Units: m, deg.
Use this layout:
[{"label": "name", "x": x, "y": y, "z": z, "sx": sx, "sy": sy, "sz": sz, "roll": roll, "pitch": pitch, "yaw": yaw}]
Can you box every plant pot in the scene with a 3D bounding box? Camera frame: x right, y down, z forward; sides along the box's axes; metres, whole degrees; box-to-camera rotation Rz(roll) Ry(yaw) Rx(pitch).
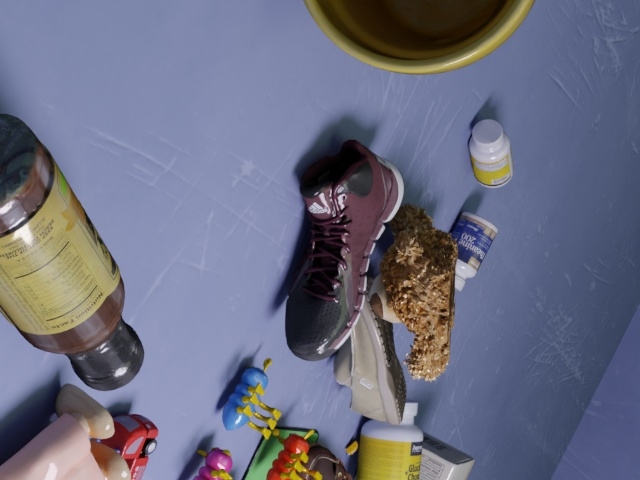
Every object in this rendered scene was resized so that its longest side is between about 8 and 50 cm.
[{"label": "plant pot", "x": 0.119, "y": -0.300, "z": 1.364, "sx": 0.239, "sy": 0.254, "sz": 0.254, "roll": -15, "pitch": 127, "yaw": -77}]

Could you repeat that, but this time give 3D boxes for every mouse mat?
[{"label": "mouse mat", "x": -0.068, "y": 0.342, "z": 1.847, "sx": 0.153, "sy": 0.007, "sz": 0.189, "roll": -65, "pitch": 154, "yaw": 0}]

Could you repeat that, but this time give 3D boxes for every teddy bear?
[{"label": "teddy bear", "x": 0.137, "y": 0.067, "z": 1.805, "sx": 0.338, "sy": 0.113, "sz": 0.245, "roll": -65, "pitch": 154, "yaw": -69}]

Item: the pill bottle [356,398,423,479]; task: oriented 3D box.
[{"label": "pill bottle", "x": 0.113, "y": 0.350, "z": 2.063, "sx": 0.103, "sy": 0.103, "sz": 0.184, "roll": 8, "pitch": 88, "yaw": -64}]

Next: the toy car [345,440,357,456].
[{"label": "toy car", "x": 0.045, "y": 0.392, "z": 2.053, "sx": 0.122, "sy": 0.060, "sz": 0.040, "roll": -56, "pitch": 165, "yaw": -16}]

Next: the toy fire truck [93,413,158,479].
[{"label": "toy fire truck", "x": -0.257, "y": 0.281, "z": 1.374, "sx": 0.135, "sy": 0.047, "sz": 0.192, "roll": 10, "pitch": 104, "yaw": -63}]

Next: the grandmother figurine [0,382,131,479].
[{"label": "grandmother figurine", "x": -0.330, "y": 0.290, "z": 1.193, "sx": 0.342, "sy": 0.104, "sz": 0.208, "roll": -37, "pitch": 116, "yaw": -40}]

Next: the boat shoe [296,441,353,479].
[{"label": "boat shoe", "x": 0.012, "y": 0.362, "z": 1.931, "sx": 0.073, "sy": 0.073, "sz": 0.207, "roll": -57, "pitch": 157, "yaw": -9}]

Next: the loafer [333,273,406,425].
[{"label": "loafer", "x": 0.061, "y": 0.166, "z": 1.835, "sx": 0.102, "sy": 0.092, "sz": 0.268, "roll": -76, "pitch": 157, "yaw": -54}]

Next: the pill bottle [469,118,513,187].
[{"label": "pill bottle", "x": 0.267, "y": -0.138, "z": 1.985, "sx": 0.065, "sy": 0.065, "sz": 0.116, "roll": -55, "pitch": 154, "yaw": -19}]

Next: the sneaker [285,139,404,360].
[{"label": "sneaker", "x": 0.000, "y": 0.000, "z": 1.574, "sx": 0.162, "sy": 0.106, "sz": 0.281, "roll": 41, "pitch": 66, "yaw": -58}]

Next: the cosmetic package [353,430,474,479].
[{"label": "cosmetic package", "x": 0.123, "y": 0.480, "z": 2.168, "sx": 0.113, "sy": 0.160, "sz": 0.309, "roll": 7, "pitch": 107, "yaw": -65}]

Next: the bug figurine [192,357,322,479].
[{"label": "bug figurine", "x": -0.092, "y": 0.293, "z": 1.665, "sx": 0.216, "sy": 0.072, "sz": 0.279, "roll": -59, "pitch": 148, "yaw": -25}]

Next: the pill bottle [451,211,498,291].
[{"label": "pill bottle", "x": 0.234, "y": 0.019, "z": 2.064, "sx": 0.120, "sy": 0.067, "sz": 0.067, "roll": -62, "pitch": 155, "yaw": -6}]

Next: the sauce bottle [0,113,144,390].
[{"label": "sauce bottle", "x": -0.238, "y": 0.028, "z": 1.108, "sx": 0.111, "sy": 0.111, "sz": 0.344, "roll": -54, "pitch": 155, "yaw": -21}]
